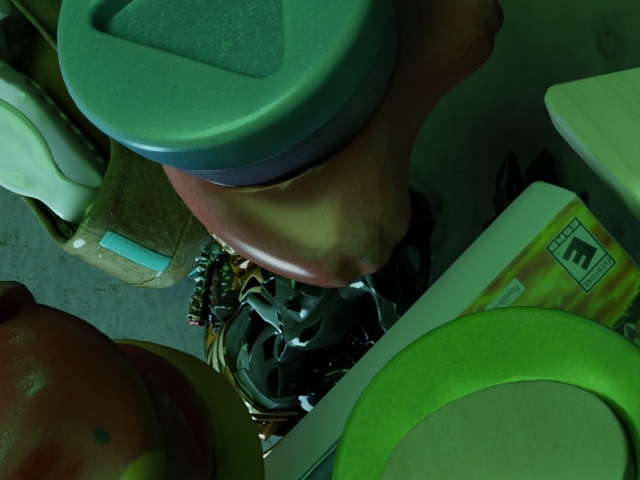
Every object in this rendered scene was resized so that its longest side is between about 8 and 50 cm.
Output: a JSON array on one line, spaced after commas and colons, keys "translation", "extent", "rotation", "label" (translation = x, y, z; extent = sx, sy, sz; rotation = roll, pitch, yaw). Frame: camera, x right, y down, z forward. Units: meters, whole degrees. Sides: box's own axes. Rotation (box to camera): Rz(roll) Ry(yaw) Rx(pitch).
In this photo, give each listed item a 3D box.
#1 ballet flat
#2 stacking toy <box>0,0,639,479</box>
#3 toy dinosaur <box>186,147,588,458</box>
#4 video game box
[{"translation": [-0.196, -0.094, 0.831], "extent": [0.116, 0.124, 0.342], "rotation": [-53, 58, 18], "label": "ballet flat"}, {"translation": [0.000, 0.000, 0.450], "extent": [0.279, 0.130, 0.309], "rotation": [9, 70, 25], "label": "stacking toy"}, {"translation": [0.014, 0.041, 0.665], "extent": [0.218, 0.164, 0.322], "rotation": [-38, 73, 40], "label": "toy dinosaur"}, {"translation": [0.083, 0.113, 0.536], "extent": [0.205, 0.187, 0.048], "rotation": [-46, 19, -3], "label": "video game box"}]
